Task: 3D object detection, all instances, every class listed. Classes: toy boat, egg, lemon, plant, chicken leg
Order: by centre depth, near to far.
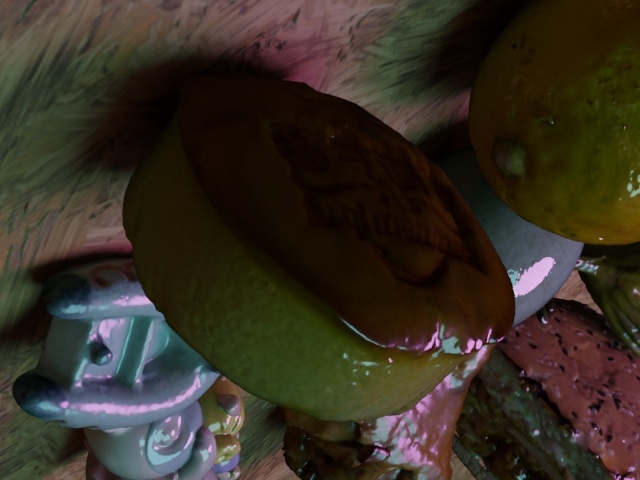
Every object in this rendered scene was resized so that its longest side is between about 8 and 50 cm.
[{"bbox_3d":[-0.137,0.083,1.133,0.207,0.079,0.134,6,103,-56],"label":"toy boat"},{"bbox_3d":[0.248,-0.113,1.232,0.263,0.236,0.236,-55,170,-32],"label":"lemon"},{"bbox_3d":[0.142,0.002,1.370,0.236,0.169,0.169,-30,158,-30],"label":"egg"},{"bbox_3d":[0.091,0.135,1.619,0.295,0.182,0.409,19,112,-49],"label":"chicken leg"},{"bbox_3d":[0.355,0.014,1.794,0.333,0.251,0.180,27,110,-41],"label":"plant"}]

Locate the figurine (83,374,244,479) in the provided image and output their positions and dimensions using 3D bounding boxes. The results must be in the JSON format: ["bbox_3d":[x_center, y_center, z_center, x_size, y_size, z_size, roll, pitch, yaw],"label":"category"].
[{"bbox_3d":[-0.140,0.164,1.304,0.155,0.127,0.235,-11,143,-12],"label":"figurine"}]

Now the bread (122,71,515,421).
[{"bbox_3d":[0.000,0.000,0.998,0.270,0.270,0.148,-8,143,-54],"label":"bread"}]

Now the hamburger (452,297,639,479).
[{"bbox_3d":[0.299,0.212,1.886,0.277,0.318,0.195,-29,161,-50],"label":"hamburger"}]
